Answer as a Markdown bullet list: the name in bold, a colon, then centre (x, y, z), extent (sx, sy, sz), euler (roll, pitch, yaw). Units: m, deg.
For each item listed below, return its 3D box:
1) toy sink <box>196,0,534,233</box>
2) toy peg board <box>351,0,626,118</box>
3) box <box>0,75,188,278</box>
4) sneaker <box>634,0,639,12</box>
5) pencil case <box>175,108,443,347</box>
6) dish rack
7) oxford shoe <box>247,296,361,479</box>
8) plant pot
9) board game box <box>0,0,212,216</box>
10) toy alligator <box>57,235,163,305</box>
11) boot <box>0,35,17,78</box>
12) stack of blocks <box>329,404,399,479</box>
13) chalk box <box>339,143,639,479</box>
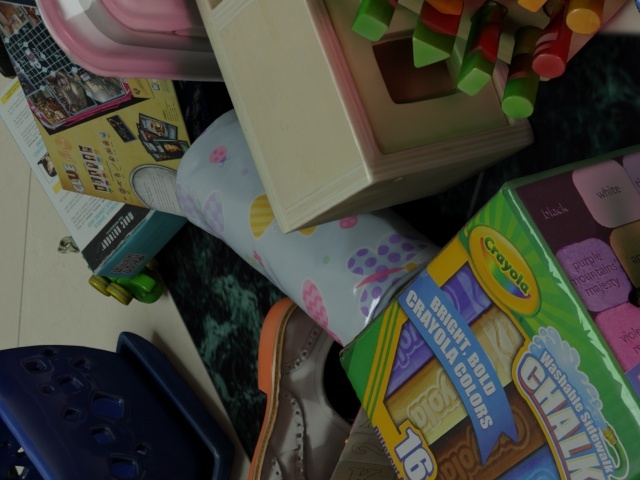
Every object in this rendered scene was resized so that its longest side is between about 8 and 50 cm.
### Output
- **toy sink**: centre (0.025, -0.145, 0.968), extent (0.131, 0.153, 0.234), euler (-30, 77, 54)
- **toy peg board**: centre (0.109, -0.159, 0.828), extent (0.160, 0.161, 0.079), euler (-48, 20, 51)
- **box**: centre (-0.235, -0.085, 1.400), extent (0.100, 0.060, 0.244), euler (-45, 63, 21)
- **sneaker**: centre (0.236, -0.186, 0.712), extent (0.083, 0.087, 0.221), euler (50, 138, 30)
- **pencil case**: centre (0.000, 0.000, 1.087), extent (0.273, 0.113, 0.124), euler (38, 173, 40)
- **dish rack**: centre (-0.138, -0.288, 1.061), extent (0.072, 0.285, 0.333), euler (-22, 83, 29)
- **oxford shoe**: centre (0.003, 0.181, 1.147), extent (0.098, 0.097, 0.271), euler (-4, 88, 49)
- **plant pot**: centre (-0.227, 0.244, 1.416), extent (0.236, 0.212, 0.236), euler (45, 135, 35)
- **board game box**: centre (-0.180, -0.122, 1.211), extent (0.165, 0.042, 0.243), euler (13, 144, 18)
- **toy alligator**: centre (-0.216, 0.034, 1.464), extent (0.189, 0.056, 0.051), euler (20, 159, 50)
- **boot**: centre (-0.363, -0.249, 1.548), extent (0.137, 0.077, 0.198), euler (-44, 54, 57)
- **stack of blocks**: centre (0.049, 0.243, 0.968), extent (0.087, 0.297, 0.171), euler (4, 111, 13)
- **chalk box**: centre (0.174, 0.060, 0.815), extent (0.179, 0.180, 0.289), euler (63, 145, 17)
